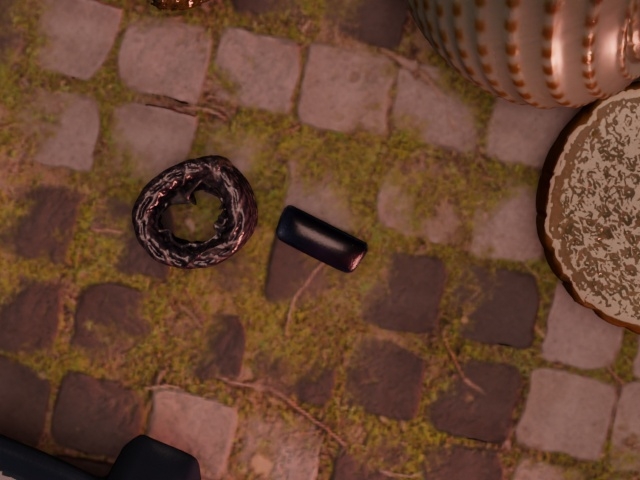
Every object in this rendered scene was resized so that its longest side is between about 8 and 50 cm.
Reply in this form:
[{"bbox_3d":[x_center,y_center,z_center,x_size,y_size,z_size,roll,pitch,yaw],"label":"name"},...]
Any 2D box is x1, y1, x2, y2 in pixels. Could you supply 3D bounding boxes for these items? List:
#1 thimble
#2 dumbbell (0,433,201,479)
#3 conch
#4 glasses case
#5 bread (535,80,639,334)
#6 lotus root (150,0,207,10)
[{"bbox_3d":[-0.109,-0.022,1.240,0.104,0.066,0.095,-38,92,6],"label":"thimble"},{"bbox_3d":[-0.270,0.202,1.219,0.325,0.144,0.160,22,96,0],"label":"dumbbell"},{"bbox_3d":[0.175,-0.277,1.151,0.319,0.215,0.303,32,83,-3],"label":"conch"},{"bbox_3d":[0.000,0.000,1.260,0.083,0.023,0.033,27,92,-1],"label":"glasses case"},{"bbox_3d":[0.301,-0.026,1.233,0.236,0.070,0.236,0,94,2],"label":"bread"},{"bbox_3d":[-0.135,-0.389,1.150,0.179,0.196,0.397,-9,92,-4],"label":"lotus root"}]
